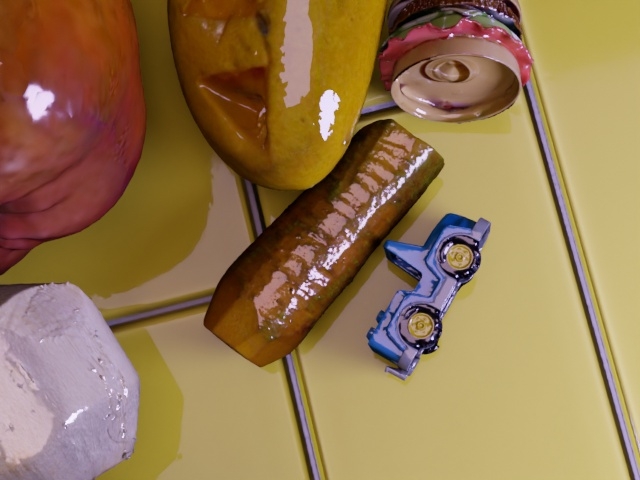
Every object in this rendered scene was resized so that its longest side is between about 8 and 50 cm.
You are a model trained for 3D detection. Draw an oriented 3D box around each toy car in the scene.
[{"bbox_3d":[0.103,0.050,1.405,0.100,0.097,0.191,30,84,10],"label":"toy car"}]

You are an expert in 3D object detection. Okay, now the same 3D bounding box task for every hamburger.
[{"bbox_3d":[0.146,-0.219,1.419,0.175,0.175,0.137,1,68,5],"label":"hamburger"}]

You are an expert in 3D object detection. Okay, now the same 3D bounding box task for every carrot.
[{"bbox_3d":[0.000,0.000,1.415,0.114,0.114,0.302,39,83,10],"label":"carrot"}]

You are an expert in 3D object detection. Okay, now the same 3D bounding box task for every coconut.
[{"bbox_3d":[-0.318,0.153,1.353,0.245,0.245,0.247,-32,88,-1],"label":"coconut"}]

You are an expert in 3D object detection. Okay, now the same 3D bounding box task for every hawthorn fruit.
[{"bbox_3d":[-0.402,-0.185,1.324,0.471,0.472,0.472,-1,80,5],"label":"hawthorn fruit"}]

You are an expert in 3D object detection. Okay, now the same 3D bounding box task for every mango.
[{"bbox_3d":[-0.041,-0.228,1.408,0.253,0.182,0.365,-13,78,32],"label":"mango"}]
